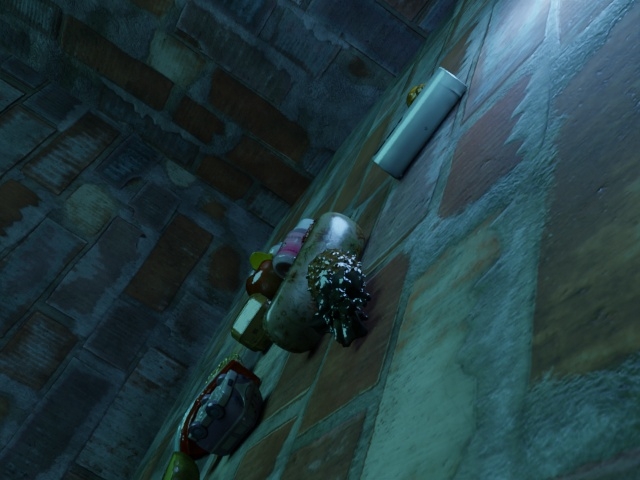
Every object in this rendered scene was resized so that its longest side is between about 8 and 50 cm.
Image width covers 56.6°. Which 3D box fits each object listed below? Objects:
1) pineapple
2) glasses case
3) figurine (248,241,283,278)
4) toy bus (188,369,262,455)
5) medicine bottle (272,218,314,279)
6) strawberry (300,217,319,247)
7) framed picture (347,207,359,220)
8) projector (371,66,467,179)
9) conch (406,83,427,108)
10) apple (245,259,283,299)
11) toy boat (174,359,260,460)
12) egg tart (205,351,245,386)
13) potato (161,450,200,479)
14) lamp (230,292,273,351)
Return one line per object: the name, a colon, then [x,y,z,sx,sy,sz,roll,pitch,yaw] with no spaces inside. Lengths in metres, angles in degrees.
pineapple: [0.041,0.131,1.341,0.170,0.141,0.310,-49,17,11]
glasses case: [-0.010,0.103,1.591,0.425,0.156,0.098,-62,9,-32]
figurine: [-0.197,0.136,2.623,0.283,0.204,0.338,-61,-5,16]
toy bus: [-0.252,0.468,1.617,0.202,0.142,0.142,-53,10,25]
medicine bottle: [-0.079,0.033,2.261,0.147,0.147,0.247,-46,14,48]
strawberry: [0.000,0.000,1.984,0.188,0.106,0.286,-53,10,27]
framed picture: [0.043,0.015,2.092,0.197,0.014,0.252,-43,15,53]
projector: [0.290,-0.344,1.761,0.337,0.108,0.108,-53,9,14]
conch: [0.322,-0.415,1.934,0.093,0.109,0.330,-19,-18,-5]
apple: [-0.196,0.171,2.308,0.181,0.168,0.181,-55,4,6]
toy boat: [-0.322,0.521,1.779,0.332,0.145,0.133,-55,6,-32]
egg tart: [-0.331,0.512,2.058,0.232,0.098,0.252,-24,37,62]
potato: [-0.367,0.690,1.537,0.271,0.111,0.160,-86,21,-45]
lamp: [-0.216,0.283,2.069,0.185,0.161,0.161,-58,9,-5]
